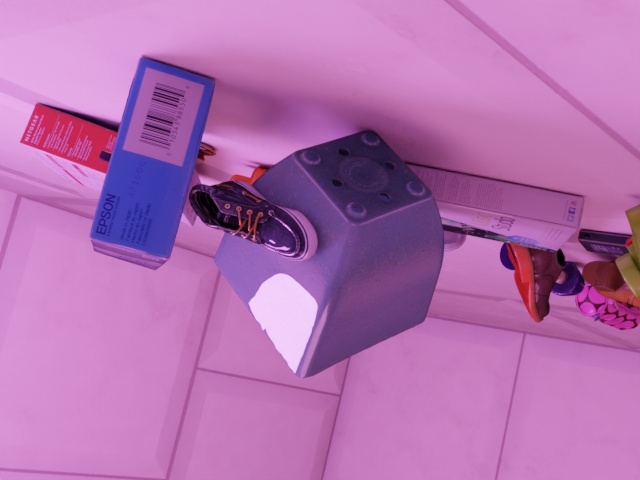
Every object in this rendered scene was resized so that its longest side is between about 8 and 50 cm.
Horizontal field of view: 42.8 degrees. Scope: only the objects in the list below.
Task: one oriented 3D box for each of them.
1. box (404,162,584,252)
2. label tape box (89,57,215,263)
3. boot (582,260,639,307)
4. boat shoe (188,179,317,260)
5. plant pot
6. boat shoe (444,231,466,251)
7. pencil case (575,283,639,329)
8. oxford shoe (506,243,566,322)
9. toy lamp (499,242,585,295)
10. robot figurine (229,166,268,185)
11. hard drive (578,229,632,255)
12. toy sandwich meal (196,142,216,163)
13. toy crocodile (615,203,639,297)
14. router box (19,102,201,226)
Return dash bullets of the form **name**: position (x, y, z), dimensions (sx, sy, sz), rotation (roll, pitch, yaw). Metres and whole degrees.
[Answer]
- **box**: position (0.250, -0.052, 1.352), dimensions (0.322, 0.058, 0.232), rotation (13, 172, 10)
- **label tape box**: position (-0.256, -0.093, 1.208), dimensions (0.115, 0.249, 0.347), rotation (15, 172, -15)
- **boot**: position (0.675, 0.095, 1.588), dimensions (0.295, 0.104, 0.211), rotation (13, 179, 41)
- **boat shoe**: position (-0.091, -0.022, 1.054), dimensions (0.083, 0.065, 0.183), rotation (-9, -148, -45)
- **plant pot**: position (0.029, -0.006, 1.156), dimensions (0.247, 0.247, 0.252), rotation (-21, 148, -32)
- **boat shoe**: position (0.170, -0.033, 1.543), dimensions (0.227, 0.079, 0.081), rotation (17, 176, -3)
- **pencil case**: position (0.720, 0.168, 2.025), dimensions (0.098, 0.095, 0.209), rotation (-15, 157, 41)
- **oxford shoe**: position (0.423, 0.069, 1.549), dimensions (0.098, 0.097, 0.271), rotation (-21, 144, 6)
- **toy lamp**: position (0.475, 0.063, 1.714), dimensions (0.080, 0.080, 0.274), rotation (6, 170, 44)
- **robot figurine**: position (-0.072, -0.063, 1.557), dimensions (0.219, 0.128, 0.158), rotation (14, 141, -10)
- **hard drive**: position (0.532, 0.009, 1.440), dimensions (0.135, 0.022, 0.094), rotation (9, 171, 30)
- **toy sandwich meal**: position (-0.232, -0.160, 1.495), dimensions (0.085, 0.029, 0.085), rotation (13, 172, 2)
- **toy crocodile**: position (0.531, 0.024, 1.271), dimensions (0.115, 0.105, 0.340), rotation (-32, 156, 22)
- **router box**: position (-0.392, -0.137, 1.614), dimensions (0.301, 0.082, 0.335), rotation (21, 172, -2)
